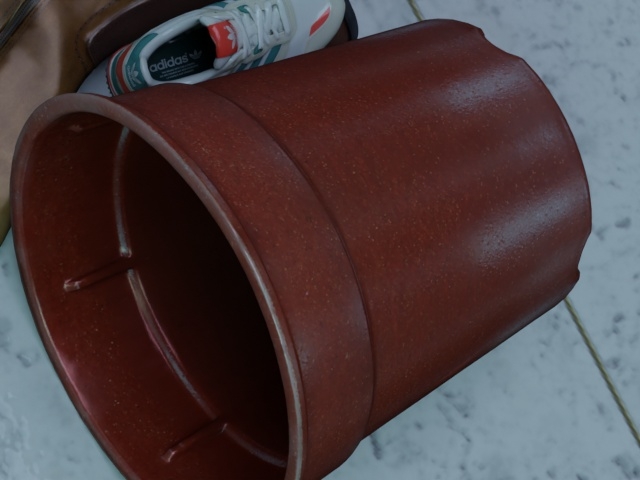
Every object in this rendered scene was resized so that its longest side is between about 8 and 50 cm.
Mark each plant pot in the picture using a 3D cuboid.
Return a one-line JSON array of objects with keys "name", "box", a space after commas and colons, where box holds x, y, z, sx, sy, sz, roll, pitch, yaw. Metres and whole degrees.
[{"name": "plant pot", "box": [0.000, 0.000, 1.162, 0.265, 0.272, 0.272, -25, 79, -33]}]

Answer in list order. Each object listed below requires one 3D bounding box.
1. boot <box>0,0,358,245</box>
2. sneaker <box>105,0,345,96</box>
[{"name": "boot", "box": [-0.140, -0.113, 1.241, 0.264, 0.096, 0.280, 36, 68, -15]}, {"name": "sneaker", "box": [-0.051, -0.121, 1.203, 0.161, 0.075, 0.057, -21, 96, -15]}]
